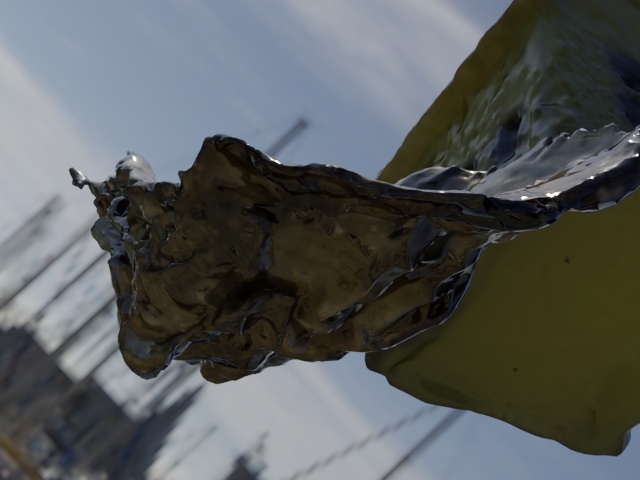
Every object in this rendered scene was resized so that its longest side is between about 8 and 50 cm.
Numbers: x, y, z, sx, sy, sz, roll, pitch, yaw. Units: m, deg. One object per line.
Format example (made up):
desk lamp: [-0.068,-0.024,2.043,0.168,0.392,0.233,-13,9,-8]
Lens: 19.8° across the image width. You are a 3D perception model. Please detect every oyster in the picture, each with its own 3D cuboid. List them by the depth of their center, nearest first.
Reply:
oyster: [-0.002,0.000,0.407,0.177,0.105,0.056,-8,-85,51]

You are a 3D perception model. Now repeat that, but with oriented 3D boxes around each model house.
model house: [0.137,-0.036,1.004,0.175,0.193,0.234,24,39,-15]
